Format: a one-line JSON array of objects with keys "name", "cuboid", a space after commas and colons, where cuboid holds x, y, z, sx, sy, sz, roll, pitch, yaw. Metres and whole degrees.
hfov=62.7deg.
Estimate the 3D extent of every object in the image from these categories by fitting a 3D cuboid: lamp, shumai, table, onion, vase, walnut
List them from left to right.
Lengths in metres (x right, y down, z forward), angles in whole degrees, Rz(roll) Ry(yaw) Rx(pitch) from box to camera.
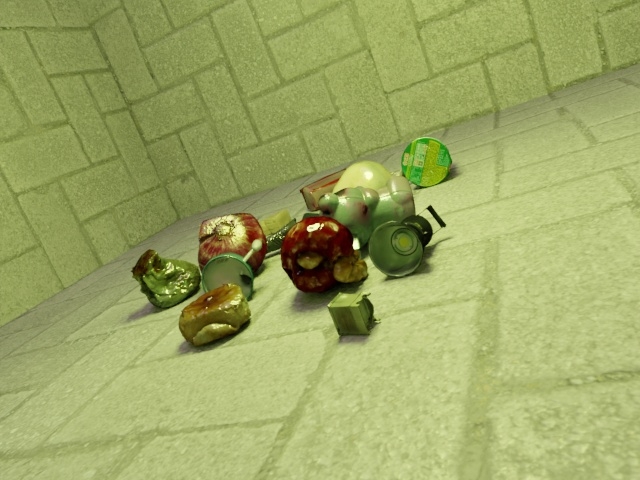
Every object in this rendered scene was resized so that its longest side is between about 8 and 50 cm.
[{"name": "shumai", "cuboid": [-0.586, 0.121, 2.005, 0.225, 0.222, 0.261, -24, 9, 2]}, {"name": "onion", "cuboid": [-0.315, 0.040, 1.898, 0.256, 0.272, 0.231, -26, 58, 11]}, {"name": "vase", "cuboid": [-0.183, 0.010, 2.055, 0.237, 0.116, 0.115, -24, 14, 5]}, {"name": "walnut", "cuboid": [0.018, 0.037, 1.466, 0.243, 0.222, 0.269, 13, 15, 7]}, {"name": "table", "cuboid": [0.075, 0.158, 1.144, 0.083, 0.079, 0.062, -8, 21, 39]}, {"name": "lamp", "cuboid": [0.148, -0.058, 1.654, 0.300, 0.247, 0.248, -10, 54, 2]}, {"name": "lamp", "cuboid": [0.231, 0.000, 1.431, 0.172, 0.147, 0.227, -41, -5, 29]}]

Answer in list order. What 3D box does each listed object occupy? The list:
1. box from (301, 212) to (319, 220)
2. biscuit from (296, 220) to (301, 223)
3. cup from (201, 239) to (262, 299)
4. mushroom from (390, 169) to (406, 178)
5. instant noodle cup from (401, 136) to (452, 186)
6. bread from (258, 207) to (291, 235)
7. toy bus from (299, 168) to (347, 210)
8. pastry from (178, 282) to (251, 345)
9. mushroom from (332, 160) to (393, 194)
[{"name": "box", "cuboid": [-0.001, -0.056, 2.015, 0.160, 0.050, 0.230, 4, 16, 3]}, {"name": "biscuit", "cuboid": [-0.028, -0.088, 2.348, 0.231, 0.016, 0.139, -15, 15, 26]}, {"name": "cup", "cuboid": [-0.292, 0.116, 1.704, 0.300, 0.167, 0.173, -48, 7, 3]}, {"name": "mushroom", "cuboid": [0.276, -0.240, 2.305, 0.246, 0.096, 0.108, -22, 39, 12]}, {"name": "instant noodle cup", "cuboid": [0.469, -0.341, 2.236, 0.207, 0.207, 0.232, -16, 6, 23]}, {"name": "bread", "cuboid": [-0.218, -0.087, 2.510, 0.105, 0.077, 0.152, -14, 15, 25]}, {"name": "toy bus", "cuboid": [0.054, -0.258, 2.643, 0.302, 0.128, 0.147, -25, 19, -20]}, {"name": "pastry", "cuboid": [-0.290, 0.204, 1.482, 0.218, 0.100, 0.229, -14, 17, 27]}, {"name": "mushroom", "cuboid": [0.177, -0.161, 1.932, 0.260, 0.254, 0.234, -2, -13, 43]}]
